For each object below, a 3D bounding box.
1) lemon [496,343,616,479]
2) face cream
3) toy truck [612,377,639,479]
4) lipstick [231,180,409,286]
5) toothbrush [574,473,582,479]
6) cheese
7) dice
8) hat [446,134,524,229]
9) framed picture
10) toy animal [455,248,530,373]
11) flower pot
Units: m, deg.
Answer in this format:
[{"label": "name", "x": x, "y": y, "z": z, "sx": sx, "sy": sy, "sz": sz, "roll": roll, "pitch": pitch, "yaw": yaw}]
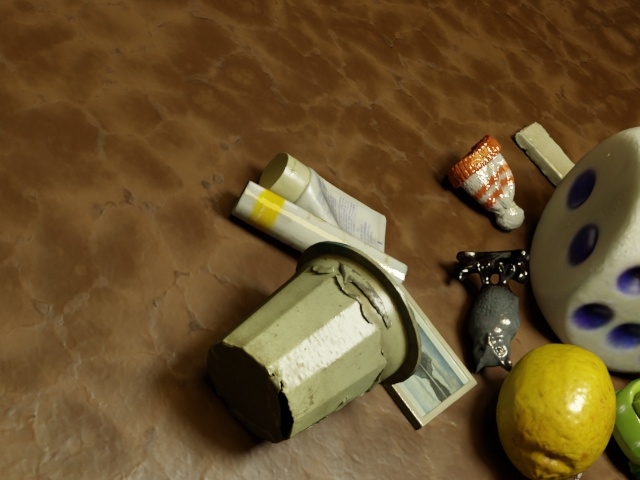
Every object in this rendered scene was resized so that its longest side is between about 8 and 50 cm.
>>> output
[{"label": "lemon", "x": 0.332, "y": 0.241, "z": 1.298, "sx": 0.170, "sy": 0.170, "sz": 0.207, "roll": 39, "pitch": 44, "yaw": -2}, {"label": "face cream", "x": 0.014, "y": -0.045, "z": 1.393, "sx": 0.224, "sy": 0.070, "sz": 0.114, "roll": 33, "pitch": 43, "yaw": -27}, {"label": "toy truck", "x": 0.542, "y": 0.267, "z": 1.418, "sx": 0.187, "sy": 0.210, "sz": 0.148, "roll": -14, "pitch": 64, "yaw": -22}, {"label": "lipstick", "x": 0.000, "y": 0.000, "z": 1.325, "sx": 0.264, "sy": 0.059, "sz": 0.059, "roll": 29, "pitch": 44, "yaw": -8}, {"label": "toothbrush", "x": 0.360, "y": 0.367, "z": 1.335, "sx": 0.006, "sy": 0.008, "sz": 0.097, "roll": 36, "pitch": 42, "yaw": 14}, {"label": "cheese", "x": 0.526, "y": -0.070, "z": 1.787, "sx": 0.085, "sy": 0.034, "sz": 0.400, "roll": -27, "pitch": 75, "yaw": -42}, {"label": "dice", "x": 0.536, "y": 0.017, "z": 1.525, "sx": 0.277, "sy": 0.304, "sz": 0.304, "roll": 27, "pitch": 45, "yaw": -15}, {"label": "hat", "x": 0.301, "y": -0.089, "z": 1.605, "sx": 0.112, "sy": 0.093, "sz": 0.162, "roll": -40, "pitch": 90, "yaw": -21}, {"label": "framed picture", "x": 0.124, "y": 0.157, "z": 1.330, "sx": 0.150, "sy": 0.015, "sz": 0.203, "roll": -24, "pitch": 72, "yaw": -45}, {"label": "toy animal", "x": 0.264, "y": 0.118, "z": 1.434, "sx": 0.117, "sy": 0.121, "sz": 0.210, "roll": 57, "pitch": 38, "yaw": -57}, {"label": "flower pot", "x": -0.013, "y": 0.139, "z": 1.128, "sx": 0.212, "sy": 0.212, "sz": 0.203, "roll": 48, "pitch": 53, "yaw": 7}]
